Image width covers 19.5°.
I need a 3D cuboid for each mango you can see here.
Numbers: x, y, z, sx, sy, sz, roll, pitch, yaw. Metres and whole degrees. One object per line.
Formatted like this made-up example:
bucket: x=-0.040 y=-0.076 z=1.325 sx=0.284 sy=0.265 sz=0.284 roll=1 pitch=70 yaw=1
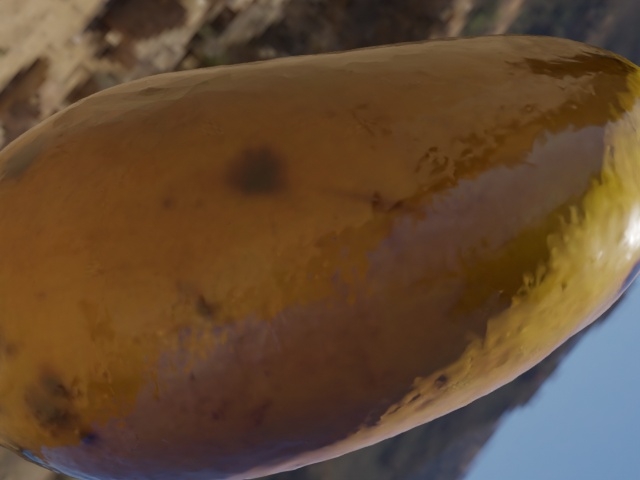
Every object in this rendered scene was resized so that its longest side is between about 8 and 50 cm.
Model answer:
mango: x=-0.001 y=0.001 z=0.421 sx=0.178 sy=0.090 sz=0.115 roll=-11 pitch=-162 yaw=0
